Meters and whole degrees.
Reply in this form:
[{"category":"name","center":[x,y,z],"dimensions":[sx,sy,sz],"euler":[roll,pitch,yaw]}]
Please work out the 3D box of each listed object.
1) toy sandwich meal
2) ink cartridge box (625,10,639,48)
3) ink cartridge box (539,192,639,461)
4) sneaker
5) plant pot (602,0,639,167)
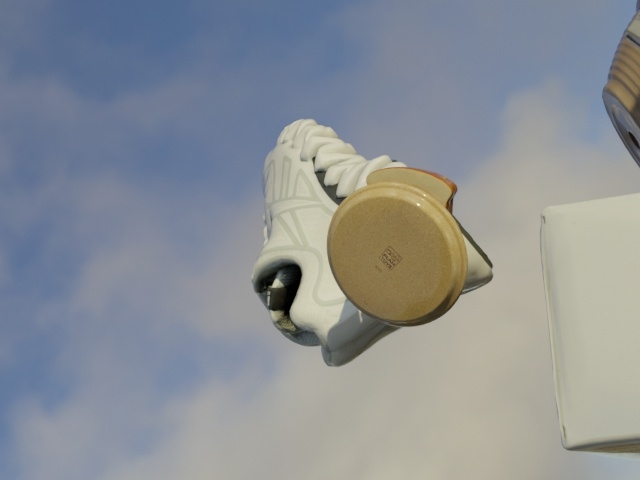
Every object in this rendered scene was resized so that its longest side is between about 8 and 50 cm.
[{"category":"toy sandwich meal","center":[0.041,0.002,0.774],"dimensions":[0.029,0.086,0.085],"euler":[-35,-29,-59]},{"category":"ink cartridge box","center":[0.428,-0.217,1.254],"dimensions":[0.275,0.239,0.060],"euler":[-56,20,12]},{"category":"ink cartridge box","center":[0.195,0.036,0.593],"dimensions":[0.212,0.154,0.093],"euler":[17,-114,-61]},{"category":"sneaker","center":[0.000,0.000,0.966],"dimensions":[0.118,0.110,0.292],"euler":[-44,17,-4]},{"category":"plant pot","center":[0.348,-0.125,1.466],"dimensions":[0.110,0.237,0.237],"euler":[-30,-21,2]}]
